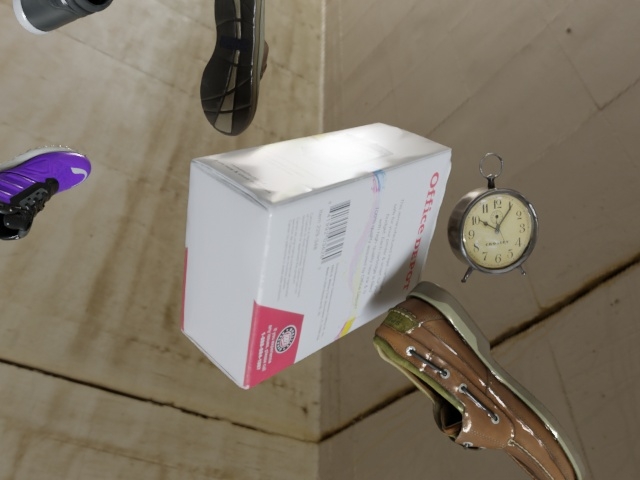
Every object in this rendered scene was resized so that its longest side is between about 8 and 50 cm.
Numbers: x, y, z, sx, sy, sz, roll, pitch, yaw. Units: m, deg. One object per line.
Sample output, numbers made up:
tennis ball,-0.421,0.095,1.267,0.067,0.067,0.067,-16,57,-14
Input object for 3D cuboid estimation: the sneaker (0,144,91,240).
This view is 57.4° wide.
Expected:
sneaker,-0.530,-0.069,1.028,0.146,0.293,0.102,52,-42,18

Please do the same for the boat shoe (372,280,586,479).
boat shoe,0.180,0.196,0.694,0.104,0.307,0.111,-42,-179,-19

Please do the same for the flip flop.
flip flop,-0.128,-0.304,0.954,0.080,0.112,0.276,-29,135,-55

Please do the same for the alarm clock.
alarm clock,0.257,-0.036,0.880,0.064,0.130,0.191,-136,-138,-72

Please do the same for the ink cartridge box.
ink cartridge box,0.000,0.000,0.686,0.131,0.306,0.226,30,-56,32

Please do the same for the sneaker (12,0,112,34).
sneaker,-0.357,-0.453,0.856,0.147,0.105,0.295,3,-94,23
